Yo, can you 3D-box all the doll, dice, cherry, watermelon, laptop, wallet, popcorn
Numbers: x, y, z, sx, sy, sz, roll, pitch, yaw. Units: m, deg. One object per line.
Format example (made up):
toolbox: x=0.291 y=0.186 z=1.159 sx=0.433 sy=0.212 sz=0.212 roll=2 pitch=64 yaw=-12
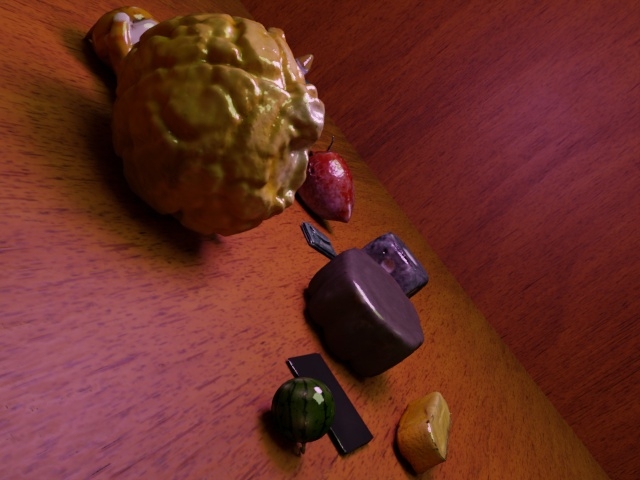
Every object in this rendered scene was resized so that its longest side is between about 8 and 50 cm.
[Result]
doll: x=-0.374 y=-0.378 z=1.272 sx=0.166 sy=0.162 sz=0.270 roll=-24 pitch=79 yaw=-30
dice: x=0.186 y=0.096 z=1.707 sx=0.181 sy=0.183 sz=0.182 roll=54 pitch=15 yaw=16
cherry: x=0.022 y=-0.162 z=1.842 sx=0.175 sy=0.192 sz=0.250 roll=-30 pitch=91 yaw=-36
watermelon: x=-0.026 y=0.261 z=0.916 sx=0.109 sy=0.109 sz=0.109 roll=46 pitch=17 yaw=-18
laptop: x=0.017 y=0.295 z=1.111 sx=0.197 sy=0.016 sz=0.135 roll=55 pitch=17 yaw=21
wallet: x=0.000 y=0.000 z=1.693 sx=0.129 sy=0.026 sz=0.088 roll=34 pitch=23 yaw=-47
popcorn: x=-0.186 y=-0.207 z=1.062 sx=0.390 sy=0.344 sz=0.354 roll=45 pitch=42 yaw=-10

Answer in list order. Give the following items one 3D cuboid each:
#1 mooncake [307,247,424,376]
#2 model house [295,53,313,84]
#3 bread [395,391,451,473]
mooncake: x=0.098 y=0.161 z=1.373 sx=0.306 sy=0.154 sz=0.306 roll=47 pitch=15 yaw=-17
model house: x=-0.112 y=-0.509 z=2.055 sx=0.184 sy=0.291 sz=0.253 roll=15 pitch=38 yaw=-56
bread: x=0.225 y=0.408 z=1.294 sx=0.102 sy=0.094 sz=0.245 roll=61 pitch=17 yaw=1
